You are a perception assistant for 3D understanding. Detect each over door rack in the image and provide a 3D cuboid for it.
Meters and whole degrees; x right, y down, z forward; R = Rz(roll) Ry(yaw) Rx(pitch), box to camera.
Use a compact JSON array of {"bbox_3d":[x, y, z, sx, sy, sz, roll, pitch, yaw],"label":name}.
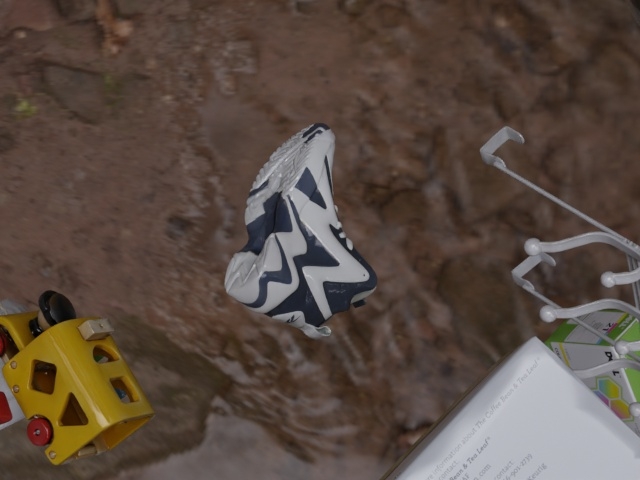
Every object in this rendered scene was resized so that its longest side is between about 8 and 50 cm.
[{"bbox_3d":[0.292,0.045,1.790,0.108,0.324,0.239,-27,130,-9],"label":"over door rack"}]

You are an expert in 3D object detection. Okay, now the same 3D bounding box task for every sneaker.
[{"bbox_3d":[0.000,0.000,1.559,0.153,0.094,0.235,40,45,-28],"label":"sneaker"}]

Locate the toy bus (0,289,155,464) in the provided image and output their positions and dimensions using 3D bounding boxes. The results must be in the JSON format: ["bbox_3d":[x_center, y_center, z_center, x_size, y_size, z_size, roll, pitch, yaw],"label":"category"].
[{"bbox_3d":[-0.247,0.116,1.439,0.104,0.191,0.202,-38,121,23],"label":"toy bus"}]

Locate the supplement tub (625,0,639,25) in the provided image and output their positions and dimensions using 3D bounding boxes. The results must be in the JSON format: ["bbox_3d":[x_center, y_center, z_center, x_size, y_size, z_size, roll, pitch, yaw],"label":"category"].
[{"bbox_3d":[0.323,-0.318,1.188,0.207,0.207,0.338,-49,146,-11],"label":"supplement tub"}]

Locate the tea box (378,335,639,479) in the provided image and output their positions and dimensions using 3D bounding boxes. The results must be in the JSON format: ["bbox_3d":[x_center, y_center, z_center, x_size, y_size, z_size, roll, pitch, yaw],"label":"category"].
[{"bbox_3d":[0.140,0.279,1.293,0.220,0.323,0.329,44,88,6],"label":"tea box"}]

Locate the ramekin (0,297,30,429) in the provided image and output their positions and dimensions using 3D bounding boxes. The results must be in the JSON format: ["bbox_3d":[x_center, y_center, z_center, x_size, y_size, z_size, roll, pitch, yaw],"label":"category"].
[{"bbox_3d":[-0.409,0.163,1.607,0.273,0.273,0.127,-24,90,-19],"label":"ramekin"}]

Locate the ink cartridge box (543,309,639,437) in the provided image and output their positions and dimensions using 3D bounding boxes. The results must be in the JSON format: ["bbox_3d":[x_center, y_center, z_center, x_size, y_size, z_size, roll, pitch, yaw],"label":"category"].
[{"bbox_3d":[0.471,0.202,2.102,0.097,0.255,0.189,-38,113,-33],"label":"ink cartridge box"}]
